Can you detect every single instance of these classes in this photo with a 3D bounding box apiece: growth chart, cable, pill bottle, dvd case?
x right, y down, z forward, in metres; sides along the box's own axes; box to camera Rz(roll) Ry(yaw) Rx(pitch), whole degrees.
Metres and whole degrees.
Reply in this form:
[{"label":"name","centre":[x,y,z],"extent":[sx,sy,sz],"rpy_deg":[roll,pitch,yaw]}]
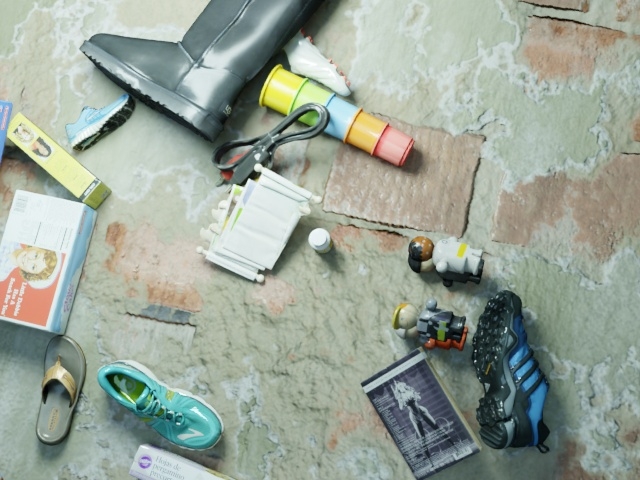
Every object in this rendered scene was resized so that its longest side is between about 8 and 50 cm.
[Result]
[{"label":"growth chart","centre":[-0.130,-0.033,1.930],"extent":[0.172,0.021,0.237],"rpy_deg":[34,105,-3]},{"label":"cable","centre":[-0.105,-0.185,1.949],"extent":[0.287,0.072,0.139],"rpy_deg":[-42,69,10]},{"label":"pill bottle","centre":[0.000,0.000,1.925],"extent":[0.043,0.083,0.043],"rpy_deg":[-1,82,5]},{"label":"dvd case","centre":[0.189,0.332,1.852],"extent":[0.164,0.018,0.221],"rpy_deg":[-37,79,36]}]

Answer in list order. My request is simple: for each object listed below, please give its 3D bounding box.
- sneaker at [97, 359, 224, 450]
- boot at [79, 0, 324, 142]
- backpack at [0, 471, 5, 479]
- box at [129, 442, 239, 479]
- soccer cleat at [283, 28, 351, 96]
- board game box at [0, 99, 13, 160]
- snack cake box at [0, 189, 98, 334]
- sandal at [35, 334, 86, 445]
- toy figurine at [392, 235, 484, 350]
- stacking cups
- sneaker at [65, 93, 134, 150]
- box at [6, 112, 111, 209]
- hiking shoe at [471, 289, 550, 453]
[{"label":"sneaker","centre":[-0.319,0.326,1.900],"extent":[0.275,0.110,0.107],"rpy_deg":[27,86,8]},{"label":"boot","centre":[-0.224,-0.462,1.976],"extent":[0.367,0.146,0.445],"rpy_deg":[33,84,17]},{"label":"backpack","centre":[-0.736,0.478,1.853],"extent":[0.213,0.276,0.263],"rpy_deg":[-40,74,-6]},{"label":"box","centre":[-0.209,0.483,1.890],"extent":[0.324,0.067,0.063],"rpy_deg":[20,84,9]},{"label":"soccer cleat","centre":[-0.015,-0.353,1.986],"extent":[0.076,0.068,0.196],"rpy_deg":[-43,74,4]},{"label":"board game box","centre":[-0.753,-0.125,1.901],"extent":[0.078,0.233,0.347],"rpy_deg":[19,98,34]},{"label":"snack cake box","centre":[-0.565,0.044,1.965],"extent":[0.152,0.089,0.264],"rpy_deg":[13,81,8]},{"label":"sandal","centre":[-0.528,0.298,1.946],"extent":[0.090,0.060,0.219],"rpy_deg":[10,77,6]},{"label":"toy figurine","centre":[0.214,0.096,1.829],"extent":[0.148,0.209,0.213],"rpy_deg":[14,83,13]},{"label":"stacking cups","centre":[0.037,-0.247,1.947],"extent":[0.316,0.096,0.096],"rpy_deg":[26,86,9]},{"label":"sneaker","centre":[-0.462,-0.259,2.016],"extent":[0.162,0.063,0.073],"rpy_deg":[-34,77,0]},{"label":"box","centre":[-0.540,-0.162,1.999],"extent":[0.232,0.087,0.058],"rpy_deg":[39,86,10]},{"label":"hiking shoe","centre":[0.370,0.249,1.862],"extent":[0.132,0.113,0.304],"rpy_deg":[10,75,-24]}]
